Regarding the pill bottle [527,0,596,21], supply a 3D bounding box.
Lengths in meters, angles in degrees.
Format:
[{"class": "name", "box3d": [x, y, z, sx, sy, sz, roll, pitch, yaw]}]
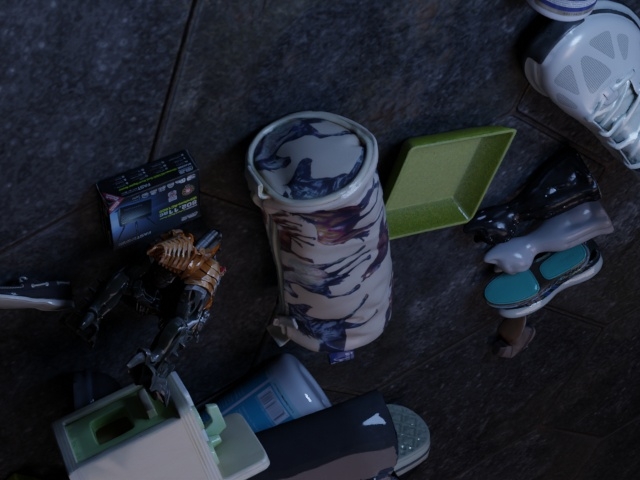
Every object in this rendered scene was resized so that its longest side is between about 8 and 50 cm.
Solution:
[{"class": "pill bottle", "box3d": [0.311, -0.357, 1.640, 0.094, 0.094, 0.169, -17, 145, -26]}]

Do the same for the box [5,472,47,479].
[{"class": "box", "box3d": [-0.461, 0.409, 2.019, 0.178, 0.042, 0.109, -41, 148, 11]}]

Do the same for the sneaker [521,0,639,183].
[{"class": "sneaker", "box3d": [0.459, -0.163, 1.882, 0.169, 0.257, 0.447, -43, 147, 15]}]

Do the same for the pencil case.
[{"class": "pencil case", "box3d": [0.000, 0.000, 1.777, 0.183, 0.160, 0.410, -37, 151, -17]}]

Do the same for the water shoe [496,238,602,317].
[{"class": "water shoe", "box3d": [0.378, 0.054, 2.305, 0.203, 0.073, 0.080, -30, 121, -4]}]

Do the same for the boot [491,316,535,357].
[{"class": "boot", "box3d": [0.359, 0.167, 2.453, 0.087, 0.042, 0.118, -10, 143, -44]}]

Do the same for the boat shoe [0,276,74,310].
[{"class": "boat shoe", "box3d": [-0.354, 0.062, 1.653, 0.125, 0.038, 0.046, 6, 162, -42]}]

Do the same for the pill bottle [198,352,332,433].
[{"class": "pill bottle", "box3d": [-0.114, 0.302, 2.095, 0.264, 0.146, 0.146, -36, 149, 4]}]

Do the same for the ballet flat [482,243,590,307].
[{"class": "ballet flat", "box3d": [0.359, 0.062, 2.236, 0.188, 0.070, 0.070, -24, 150, 11]}]

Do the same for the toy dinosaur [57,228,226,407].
[{"class": "toy dinosaur", "box3d": [-0.198, 0.056, 1.667, 0.218, 0.164, 0.322, -51, 151, -15]}]

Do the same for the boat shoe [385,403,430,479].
[{"class": "boat shoe", "box3d": [-0.026, 0.428, 2.317, 0.500, 0.187, 0.156, -17, 139, -35]}]

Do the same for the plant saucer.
[{"class": "plant saucer", "box3d": [0.161, -0.090, 1.912, 0.188, 0.045, 0.188, -12, 142, -32]}]

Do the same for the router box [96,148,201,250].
[{"class": "router box", "box3d": [-0.206, -0.048, 1.637, 0.122, 0.038, 0.092, -23, 148, -18]}]

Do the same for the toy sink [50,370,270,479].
[{"class": "toy sink", "box3d": [-0.206, 0.256, 1.730, 0.234, 0.153, 0.131, -25, 114, -10]}]

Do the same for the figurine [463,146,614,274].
[{"class": "figurine", "box3d": [0.339, -0.029, 2.134, 0.209, 0.092, 0.215, -29, 150, 7]}]

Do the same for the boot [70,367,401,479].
[{"class": "boot", "box3d": [-0.109, 0.298, 1.928, 0.445, 0.146, 0.367, -11, 120, -8]}]
